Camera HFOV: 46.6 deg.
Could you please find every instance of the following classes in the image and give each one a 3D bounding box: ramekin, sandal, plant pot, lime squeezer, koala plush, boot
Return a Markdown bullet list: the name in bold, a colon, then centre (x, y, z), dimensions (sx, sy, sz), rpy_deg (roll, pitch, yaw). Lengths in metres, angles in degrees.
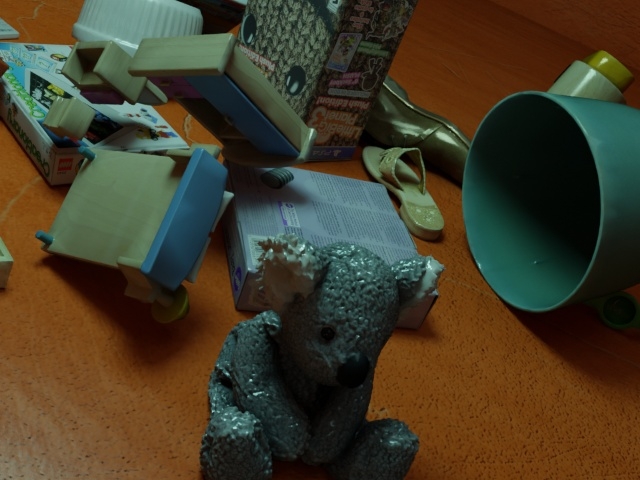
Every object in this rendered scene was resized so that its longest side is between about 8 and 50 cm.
- **ramekin**: centre (-0.292, -0.354, 1.220), dimensions (0.207, 0.109, 0.207), rpy_deg (18, 12, -4)
- **sandal**: centre (0.144, -0.107, 1.181), dimensions (0.088, 0.079, 0.240), rpy_deg (3, 40, -25)
- **plant pot**: centre (0.376, -0.058, 1.027), dimensions (0.235, 0.293, 0.293), rpy_deg (-5, 39, -21)
- **lime squeezer**: centre (0.459, 0.094, 1.108), dimensions (0.310, 0.059, 0.110), rpy_deg (12, 33, -15)
- **koala plush**: centre (0.000, 0.090, 0.676), dimensions (0.196, 0.221, 0.203), rpy_deg (9, 34, -19)
- **boot**: centre (0.160, -0.177, 1.326), dimensions (0.305, 0.112, 0.115), rpy_deg (40, 66, 20)

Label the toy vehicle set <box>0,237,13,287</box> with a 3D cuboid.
- **toy vehicle set**: centre (-0.450, -0.018, 0.695), dimensions (0.266, 0.035, 0.166), rpy_deg (2, 36, -47)

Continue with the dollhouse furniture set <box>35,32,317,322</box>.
- **dollhouse furniture set**: centre (-0.191, -0.055, 0.872), dimensions (0.286, 0.303, 0.198), rpy_deg (8, -22, 33)

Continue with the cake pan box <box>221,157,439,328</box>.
- **cake pan box**: centre (0.000, 0.000, 0.961), dimensions (0.245, 0.070, 0.267), rpy_deg (6, 35, -20)

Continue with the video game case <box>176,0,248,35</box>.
- **video game case**: centre (-0.243, -0.428, 1.337), dimensions (0.204, 0.025, 0.285), rpy_deg (14, -1, -23)

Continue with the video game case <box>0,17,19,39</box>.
- **video game case**: centre (-0.563, -0.359, 1.211), dimensions (0.122, 0.011, 0.087), rpy_deg (38, 36, 24)

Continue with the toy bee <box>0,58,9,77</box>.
- **toy bee**: centre (-0.548, -0.294, 0.987), dimensions (0.298, 0.195, 0.162), rpy_deg (12, -18, 33)

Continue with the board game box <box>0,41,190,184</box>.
- **board game box**: centre (-0.344, -0.188, 1.046), dimensions (0.193, 0.053, 0.305), rpy_deg (-10, 43, -41)

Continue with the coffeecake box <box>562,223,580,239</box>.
- **coffeecake box**: centre (0.386, -0.049, 1.266), dimensions (0.142, 0.068, 0.185), rpy_deg (-8, 43, -39)

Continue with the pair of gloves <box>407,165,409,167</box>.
- **pair of gloves**: centre (0.132, -0.111, 1.261), dimensions (0.074, 0.010, 0.083), rpy_deg (3, 36, -27)

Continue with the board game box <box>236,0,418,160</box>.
- **board game box**: centre (-0.014, -0.312, 1.206), dimensions (0.141, 0.291, 0.232), rpy_deg (-6, 41, -40)

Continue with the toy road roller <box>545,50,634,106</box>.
- **toy road roller**: centre (0.505, -0.193, 1.385), dimensions (0.240, 0.202, 0.329), rpy_deg (42, 11, 4)
